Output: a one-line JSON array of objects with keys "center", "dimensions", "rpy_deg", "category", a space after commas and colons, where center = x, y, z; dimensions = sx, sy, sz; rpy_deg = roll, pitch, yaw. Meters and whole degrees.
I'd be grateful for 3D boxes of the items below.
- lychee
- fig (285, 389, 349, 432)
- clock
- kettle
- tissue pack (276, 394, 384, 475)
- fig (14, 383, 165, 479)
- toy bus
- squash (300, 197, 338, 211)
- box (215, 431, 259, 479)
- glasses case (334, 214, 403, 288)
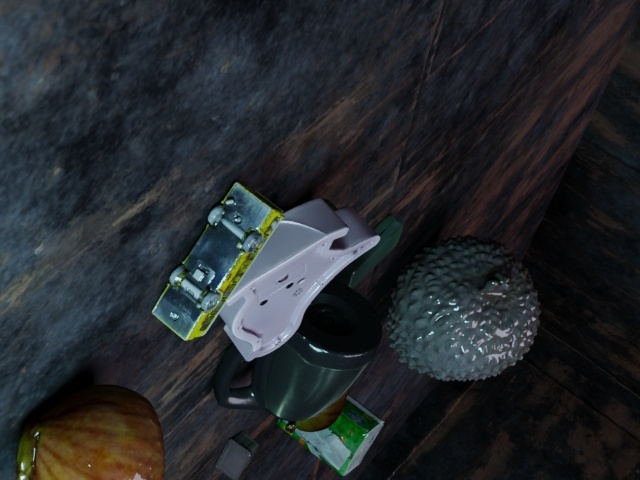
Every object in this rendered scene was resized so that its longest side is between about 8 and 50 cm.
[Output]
[{"center": [0.348, 0.177, 2.492], "dimensions": [0.380, 0.380, 0.432], "rpy_deg": [-42, 178, -33], "category": "lychee"}, {"center": [-0.031, 0.351, 2.146], "dimensions": [0.170, 0.145, 0.274], "rpy_deg": [-64, 171, 14], "category": "fig"}, {"center": [-0.041, 0.052, 1.586], "dimensions": [0.290, 0.080, 0.275], "rpy_deg": [-32, 155, -17], "category": "clock"}, {"center": [-0.039, 0.237, 1.831], "dimensions": [0.251, 0.207, 0.271], "rpy_deg": [-33, 155, -50], "category": "kettle"}, {"center": [0.010, 0.436, 2.324], "dimensions": [0.156, 0.209, 0.148], "rpy_deg": [-21, 143, -59], "category": "tissue pack"}, {"center": [-0.304, 0.285, 1.304], "dimensions": [0.205, 0.205, 0.205], "rpy_deg": [-47, 161, -21], "category": "fig"}, {"center": [-0.142, 0.032, 1.387], "dimensions": [0.226, 0.081, 0.074], "rpy_deg": [-57, 161, 9], "category": "toy bus"}, {"center": [0.002, 0.001, 1.711], "dimensions": [0.090, 0.075, 0.200], "rpy_deg": [-49, 162, -11], "category": "squash"}, {"center": [-0.177, 0.464, 2.148], "dimensions": [0.063, 0.060, 0.084], "rpy_deg": [-31, 150, -62], "category": "box"}, {"center": [0.102, 0.026, 2.077], "dimensions": [0.184, 0.039, 0.078], "rpy_deg": [-43, 160, -33], "category": "glasses case"}]
